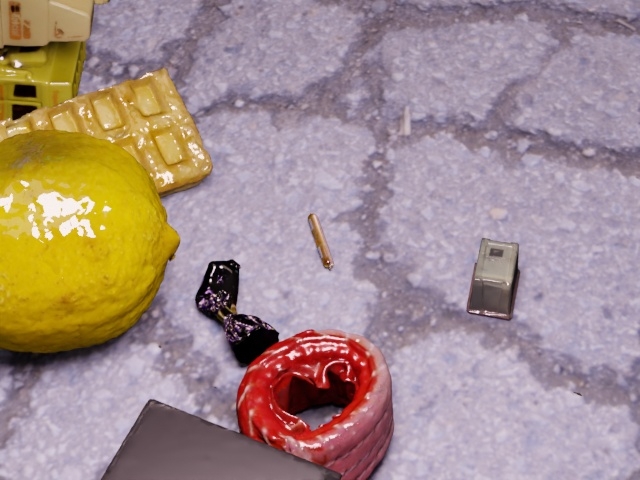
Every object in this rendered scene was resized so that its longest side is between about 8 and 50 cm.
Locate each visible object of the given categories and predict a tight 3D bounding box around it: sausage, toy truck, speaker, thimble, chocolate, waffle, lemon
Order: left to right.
[{"bbox_3d":[-0.402,-0.311,1.949,0.254,0.405,0.180,8,47,-2],"label":"toy truck"},{"bbox_3d":[-0.328,0.001,1.756,0.322,0.268,0.268,1,47,-12],"label":"lemon"},{"bbox_3d":[-0.294,-0.110,1.954,0.274,0.057,0.168,-22,78,-20],"label":"waffle"},{"bbox_3d":[-0.112,0.332,1.516,0.254,0.184,0.232,19,51,12],"label":"speaker"},{"bbox_3d":[-0.107,0.089,1.826,0.072,0.070,0.147,-26,42,-9],"label":"chocolate"},{"bbox_3d":[-0.006,0.197,1.678,0.163,0.125,0.189,27,53,25],"label":"thimble"},{"bbox_3d":[0.000,0.000,1.927,0.015,0.015,0.100,-11,49,-10],"label":"sausage"}]

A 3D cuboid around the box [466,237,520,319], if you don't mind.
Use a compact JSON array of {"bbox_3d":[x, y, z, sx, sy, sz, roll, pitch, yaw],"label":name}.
[{"bbox_3d":[0.219,0.046,1.857,0.060,0.063,0.084,11,50,8],"label":"box"}]
